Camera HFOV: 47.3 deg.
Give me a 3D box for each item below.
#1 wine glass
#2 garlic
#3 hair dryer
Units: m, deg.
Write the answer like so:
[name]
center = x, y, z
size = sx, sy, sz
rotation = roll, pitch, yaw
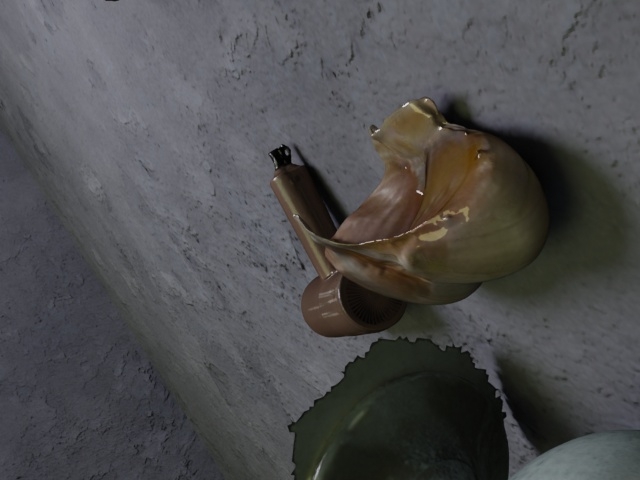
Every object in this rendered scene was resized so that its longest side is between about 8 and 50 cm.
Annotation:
[wine glass]
center = 0.145, 0.203, 0.419
size = 0.323, 0.238, 0.237
rotation = 12, 132, 57
[garlic]
center = 0.065, -0.011, 0.455
size = 0.124, 0.099, 0.174
rotation = 44, 158, -11
[hair dryer]
center = 0.000, 0.000, 0.647
size = 0.181, 0.064, 0.117
rotation = 64, 158, 0
